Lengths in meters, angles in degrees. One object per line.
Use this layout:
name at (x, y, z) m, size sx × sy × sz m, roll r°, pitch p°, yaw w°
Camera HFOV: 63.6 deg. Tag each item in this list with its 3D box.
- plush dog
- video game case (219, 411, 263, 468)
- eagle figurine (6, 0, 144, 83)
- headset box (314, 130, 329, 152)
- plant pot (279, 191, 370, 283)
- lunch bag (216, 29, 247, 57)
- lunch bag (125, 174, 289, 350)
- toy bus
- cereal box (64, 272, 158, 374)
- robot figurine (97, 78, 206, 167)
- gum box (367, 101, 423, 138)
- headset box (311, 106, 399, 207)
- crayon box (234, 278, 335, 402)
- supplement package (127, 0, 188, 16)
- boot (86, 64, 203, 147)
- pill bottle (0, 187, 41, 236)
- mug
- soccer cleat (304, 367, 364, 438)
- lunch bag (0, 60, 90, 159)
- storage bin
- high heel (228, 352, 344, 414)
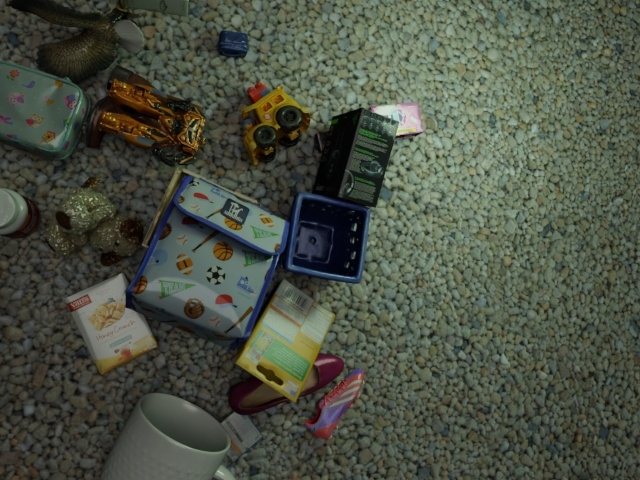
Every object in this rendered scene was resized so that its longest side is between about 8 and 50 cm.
plush dog at (-0.597, -0.039, 1.424) m, size 0.225 × 0.262 × 0.211 m, roll 39°, pitch 51°, yaw -17°
video game case at (-0.271, 0.598, 1.549) m, size 0.166 × 0.015 × 0.119 m, roll -36°, pitch 95°, yaw -22°
eagle figurine at (-0.665, -0.590, 1.449) m, size 0.298 × 0.225 × 0.226 m, roll -33°, pitch 106°, yaw -26°
headset box at (0.021, -0.326, 1.699) m, size 0.083 × 0.032 × 0.062 m, roll -12°, pitch 90°, yaw -18°
plant pot at (0.000, 0.000, 1.577) m, size 0.235 × 0.212 × 0.236 m, roll 11°, pitch 83°, yaw -14°
lunch bag at (-0.277, -0.609, 1.616) m, size 0.098 × 0.067 × 0.065 m, roll 1°, pitch 85°, yaw -15°
lunch bag at (-0.283, 0.044, 1.364) m, size 0.327 × 0.239 × 0.386 m, roll 26°, pitch 64°, yaw -12°
toy bus at (-0.173, -0.376, 1.600) m, size 0.220 × 0.149 × 0.211 m, roll -38°, pitch 83°, yaw -12°
cereal box at (-0.593, 0.234, 1.477) m, size 0.173 × 0.047 × 0.240 m, roll -26°, pitch 93°, yaw -16°
robot figurine at (-0.460, -0.332, 1.465) m, size 0.291 × 0.085 × 0.211 m, roll 17°, pitch 74°, yaw -24°
gum box at (0.245, -0.402, 1.752) m, size 0.188 × 0.062 × 0.107 m, roll -10°, pitch 89°, yaw -16°
headset box at (0.103, -0.257, 1.582) m, size 0.131 × 0.246 × 0.283 m, roll 15°, pitch 92°, yaw -20°
crayon box at (-0.108, 0.296, 1.515) m, size 0.203 × 0.083 × 0.323 m, roll 36°, pitch 47°, yaw -8°
supplement package at (-0.485, -0.758, 1.548) m, size 0.179 × 0.105 × 0.105 m, roll 3°, pitch 85°, yaw -15°
boot at (-0.522, -0.341, 1.536) m, size 0.280 × 0.096 × 0.264 m, roll 26°, pitch 73°, yaw -21°
pill bottle at (-0.818, -0.071, 1.344) m, size 0.121 × 0.221 × 0.121 m, roll 1°, pitch 86°, yaw -16°
mug at (-0.398, 0.648, 1.379) m, size 0.374 × 0.276 × 0.328 m, roll 30°, pitch 89°, yaw -3°
soccer cleat at (0.049, 0.503, 1.627) m, size 0.095 × 0.083 × 0.248 m, roll 34°, pitch 80°, yaw -6°
lunch bag at (-0.785, -0.358, 1.418) m, size 0.279 × 0.108 × 0.224 m, roll 18°, pitch 79°, yaw -5°
storage bin at (-0.345, -0.049, 1.529) m, size 0.262 × 0.123 × 0.260 m, roll 24°, pitch 81°, yaw -13°
high heel at (-0.086, 0.433, 1.537) m, size 0.377 × 0.181 × 0.127 m, roll -17°, pitch 91°, yaw -16°
